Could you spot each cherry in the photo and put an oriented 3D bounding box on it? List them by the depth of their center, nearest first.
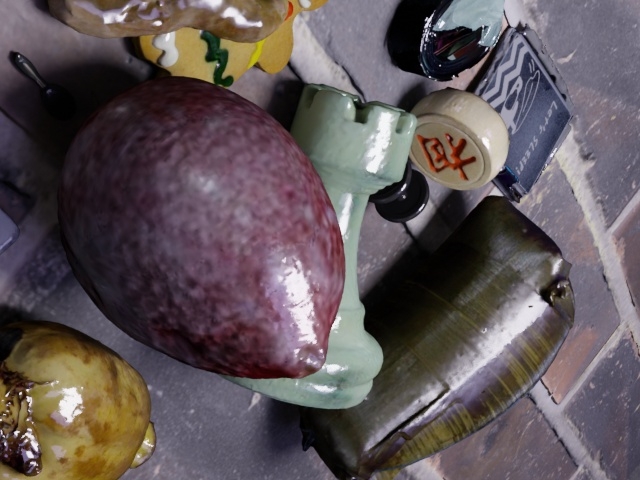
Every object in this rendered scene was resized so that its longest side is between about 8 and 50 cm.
[{"bbox_3d":[-0.095,-0.005,0.840,0.203,0.300,0.230,-30,157,-39],"label":"cherry"}]

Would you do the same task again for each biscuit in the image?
[{"bbox_3d":[-0.062,-0.203,0.919,0.240,0.035,0.158,-41,145,-20],"label":"biscuit"}]

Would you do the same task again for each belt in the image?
[{"bbox_3d":[0.135,-0.231,1.110,0.140,0.058,0.105,-31,133,-25],"label":"belt"}]

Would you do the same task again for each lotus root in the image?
[{"bbox_3d":[-0.241,0.159,0.908,0.169,0.141,0.314,-50,154,-3],"label":"lotus root"}]

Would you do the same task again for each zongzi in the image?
[{"bbox_3d":[0.167,0.192,1.400,0.403,0.208,0.432,-43,156,-9],"label":"zongzi"}]

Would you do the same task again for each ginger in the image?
[{"bbox_3d":[-0.055,-0.267,0.818,0.166,0.080,0.333,38,81,-29],"label":"ginger"}]

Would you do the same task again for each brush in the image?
[{"bbox_3d":[-0.218,-0.122,0.818,0.024,0.008,0.083,-46,144,-9],"label":"brush"}]

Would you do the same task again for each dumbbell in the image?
[{"bbox_3d":[0.082,-0.062,1.172,0.069,0.069,0.147,-53,145,-3],"label":"dumbbell"}]

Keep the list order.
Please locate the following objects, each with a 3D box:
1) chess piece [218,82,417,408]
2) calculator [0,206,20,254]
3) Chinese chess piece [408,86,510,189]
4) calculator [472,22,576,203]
[{"bbox_3d":[0.000,0.000,1.042,0.194,0.194,0.299,4,106,-51],"label":"chess piece"},{"bbox_3d":[-0.338,-0.025,0.745,0.161,0.021,0.261,-46,144,-13],"label":"calculator"},{"bbox_3d":[0.153,-0.113,1.169,0.051,0.122,0.122,-52,148,-33],"label":"Chinese chess piece"},{"bbox_3d":[0.262,-0.158,1.348,0.165,0.028,0.274,-58,147,-2],"label":"calculator"}]
